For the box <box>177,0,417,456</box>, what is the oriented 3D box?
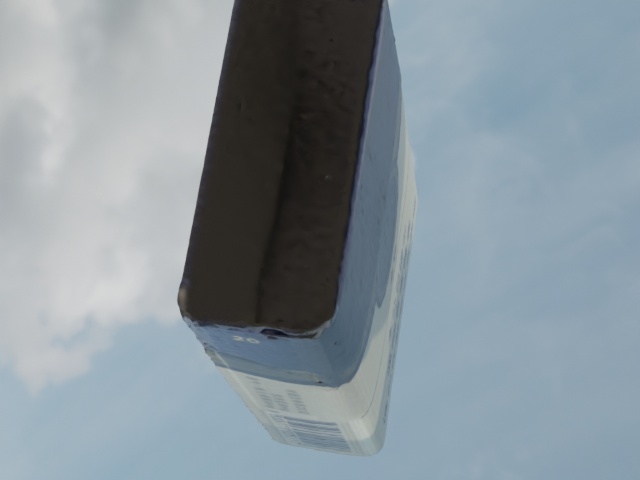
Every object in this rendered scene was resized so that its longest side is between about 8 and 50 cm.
[{"bbox_3d":[0.000,0.000,0.649,0.259,0.071,0.168,73,25,-70],"label":"box"}]
